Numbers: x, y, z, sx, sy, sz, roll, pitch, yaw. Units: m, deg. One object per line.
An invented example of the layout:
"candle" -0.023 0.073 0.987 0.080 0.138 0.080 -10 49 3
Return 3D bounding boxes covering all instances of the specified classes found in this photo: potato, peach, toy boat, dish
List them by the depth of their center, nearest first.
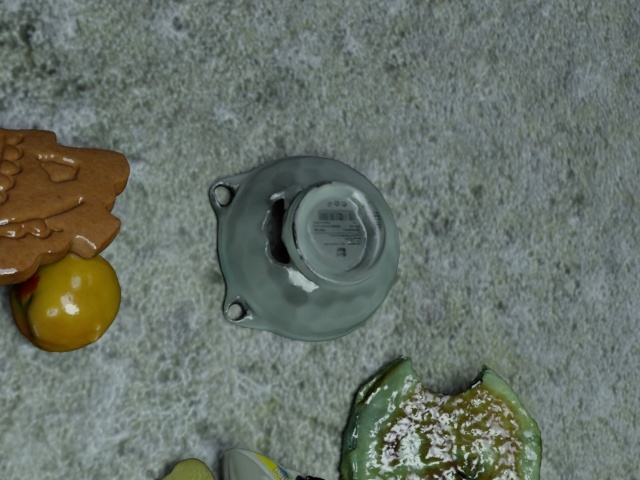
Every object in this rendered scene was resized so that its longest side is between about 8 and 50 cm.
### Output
"peach" -0.312 0.070 1.336 0.138 0.138 0.138 6 76 -23
"potato" -0.163 0.339 1.380 0.096 0.066 0.103 22 69 29
"toy boat" -0.034 0.384 1.399 0.141 0.141 0.269 -15 83 -27
"dish" 0.000 0.000 1.506 0.303 0.120 0.303 6 76 -25

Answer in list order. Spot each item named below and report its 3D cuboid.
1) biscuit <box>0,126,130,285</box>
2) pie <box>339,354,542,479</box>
"biscuit" -0.389 -0.071 1.322 0.306 0.043 0.284 27 42 6
"pie" 0.168 0.307 1.510 0.302 0.067 0.302 1 73 -4
